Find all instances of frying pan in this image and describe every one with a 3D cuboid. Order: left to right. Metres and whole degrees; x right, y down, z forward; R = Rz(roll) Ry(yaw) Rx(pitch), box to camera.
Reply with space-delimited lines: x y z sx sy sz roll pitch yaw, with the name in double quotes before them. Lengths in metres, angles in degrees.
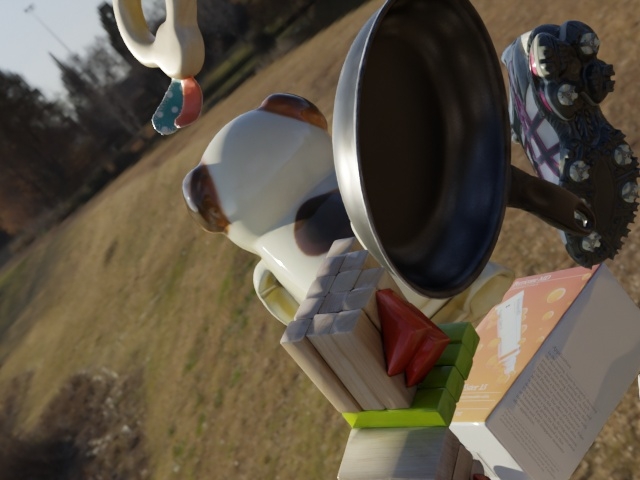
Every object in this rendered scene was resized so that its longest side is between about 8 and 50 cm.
"frying pan" 0.103 -0.073 0.662 0.053 0.197 0.326 0 10 35

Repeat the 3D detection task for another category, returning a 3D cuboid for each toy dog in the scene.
"toy dog" 0.000 0.000 1.314 0.284 0.408 0.395 -48 -21 5

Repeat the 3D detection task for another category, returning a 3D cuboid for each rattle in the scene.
"rattle" -0.123 -0.210 0.989 0.130 0.199 0.143 -35 -13 33

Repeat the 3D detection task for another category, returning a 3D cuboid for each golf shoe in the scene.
"golf shoe" 0.276 -0.106 1.093 0.105 0.272 0.120 -16 10 -21

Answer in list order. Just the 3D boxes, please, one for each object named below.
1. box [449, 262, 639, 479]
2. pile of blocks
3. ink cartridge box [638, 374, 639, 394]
"box" 0.330 0.218 1.526 0.345 0.168 0.215 -46 14 -28
"pile of blocks" 0.099 0.168 0.721 0.113 0.362 0.149 -9 15 37
"ink cartridge box" 0.353 0.224 0.884 0.082 0.190 0.139 -15 35 25
